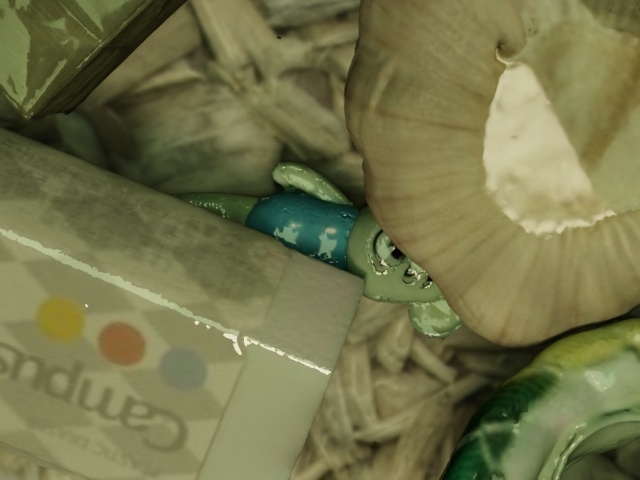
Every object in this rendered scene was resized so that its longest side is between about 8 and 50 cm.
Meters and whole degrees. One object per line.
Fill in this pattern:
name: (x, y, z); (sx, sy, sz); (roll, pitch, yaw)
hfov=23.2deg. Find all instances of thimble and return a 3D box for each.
thimble: (0.199, 0.195, 0.997); (0.254, 0.167, 0.288); (39, 73, 12)

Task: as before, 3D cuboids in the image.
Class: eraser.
eraser: (-0.188, 0.053, 1.107); (0.396, 0.082, 0.213); (23, 117, 0)

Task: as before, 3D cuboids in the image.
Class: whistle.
whistle: (0.000, 0.000, 1.128); (0.235, 0.077, 0.114); (9, 88, 4)

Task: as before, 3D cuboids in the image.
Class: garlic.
garlic: (0.162, -0.099, 1.016); (0.317, 0.259, 0.317); (0, 96, -1)

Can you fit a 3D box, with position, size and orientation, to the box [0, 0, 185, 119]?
box: (-0.212, -0.218, 1.074); (0.155, 0.149, 0.231); (-41, 93, 7)
